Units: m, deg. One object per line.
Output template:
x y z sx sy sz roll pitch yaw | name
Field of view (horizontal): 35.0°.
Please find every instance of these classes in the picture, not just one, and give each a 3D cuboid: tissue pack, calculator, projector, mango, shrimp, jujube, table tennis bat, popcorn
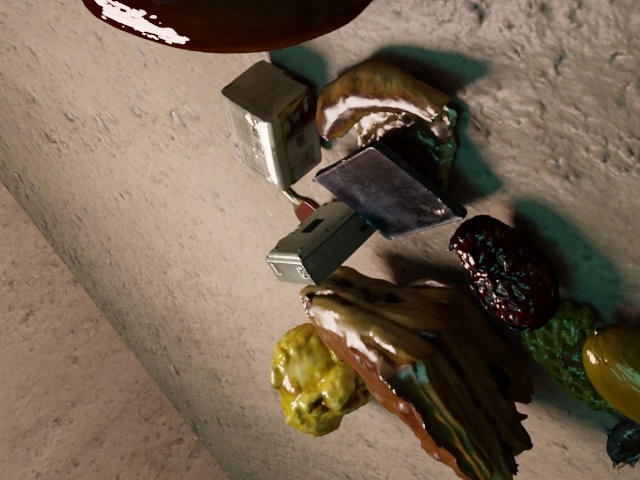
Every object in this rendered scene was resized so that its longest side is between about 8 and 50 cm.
-0.067 -0.166 1.468 0.106 0.099 0.149 35 154 29 | tissue pack
0.089 -0.064 1.396 0.161 0.021 0.261 37 164 -12 | calculator
0.000 0.000 1.558 0.115 0.147 0.061 0 128 58 | projector
0.427 0.183 1.226 0.237 0.091 0.137 27 156 24 | mango
0.430 0.284 1.416 0.165 0.065 0.057 83 169 -61 | shrimp
0.241 0.036 1.292 0.166 0.104 0.104 54 155 -12 | jujube
-0.026 -0.050 1.692 0.156 0.013 0.087 44 158 0 | table tennis bat
0.007 0.270 1.973 0.203 0.226 0.200 -2 180 11 | popcorn

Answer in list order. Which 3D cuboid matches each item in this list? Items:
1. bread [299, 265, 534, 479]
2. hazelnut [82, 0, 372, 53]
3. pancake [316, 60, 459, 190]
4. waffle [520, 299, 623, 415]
0.158 0.180 1.544 0.314 0.191 0.370 52 168 -26 | bread
-0.085 -0.358 0.943 0.365 0.366 0.366 36 154 21 | hazelnut
0.078 -0.154 1.300 0.212 0.056 0.257 35 155 18 | pancake
0.348 0.163 1.367 0.194 0.051 0.149 51 157 -10 | waffle
